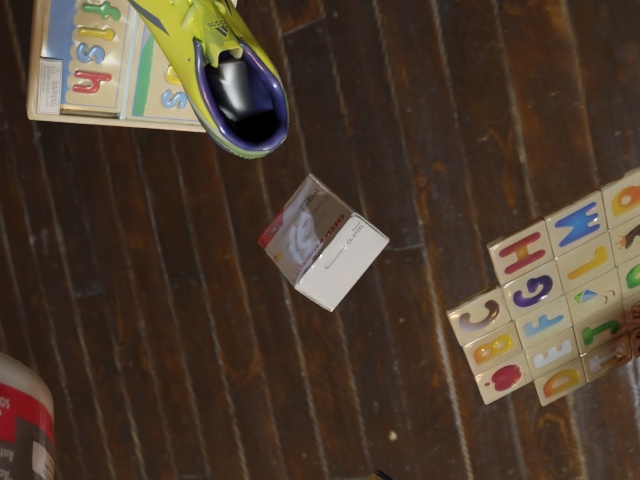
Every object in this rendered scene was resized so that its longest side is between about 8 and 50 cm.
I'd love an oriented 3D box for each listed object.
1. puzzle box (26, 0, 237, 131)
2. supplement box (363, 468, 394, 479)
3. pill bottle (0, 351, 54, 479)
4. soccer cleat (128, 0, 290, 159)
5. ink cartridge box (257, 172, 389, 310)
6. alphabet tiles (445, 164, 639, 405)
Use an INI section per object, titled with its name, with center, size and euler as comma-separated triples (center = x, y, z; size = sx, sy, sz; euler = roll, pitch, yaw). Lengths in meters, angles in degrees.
[puzzle box]
center = -0.245, -0.346, 1.256
size = 0.052, 0.272, 0.409
euler = -122, 39, -52
[supplement box]
center = 0.041, 0.258, 0.783
size = 0.056, 0.083, 0.083
euler = 28, 132, 37
[pill bottle]
center = -0.239, 0.229, 0.509
size = 0.176, 0.176, 0.319
euler = -39, 46, 35
[soccer cleat]
center = -0.109, -0.198, 0.786
size = 0.289, 0.093, 0.121
euler = 59, 172, -23
[ink cartridge box]
center = 0.000, 0.000, 1.265
size = 0.127, 0.072, 0.175
euler = -51, 30, 4
[alphabet tiles]
center = 0.298, 0.043, 0.927
size = 0.342, 0.285, 0.011
euler = -27, 45, 1
